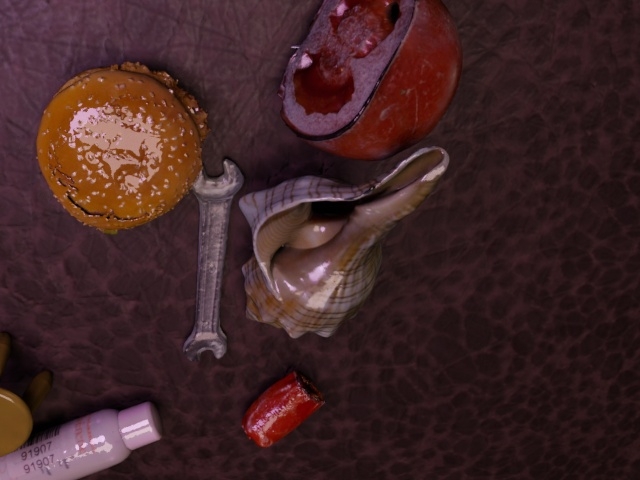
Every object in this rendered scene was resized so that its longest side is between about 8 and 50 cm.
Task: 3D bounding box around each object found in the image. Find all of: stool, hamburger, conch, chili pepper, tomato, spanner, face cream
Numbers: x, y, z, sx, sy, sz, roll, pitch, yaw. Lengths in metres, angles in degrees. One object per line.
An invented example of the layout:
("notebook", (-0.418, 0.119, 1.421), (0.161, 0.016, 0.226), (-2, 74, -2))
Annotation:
("stool", (-0.418, 0.200, 0.862), (0.134, 0.110, 0.135), (8, 115, -16))
("hamburger", (-0.213, -0.105, 0.758), (0.191, 0.118, 0.181), (-21, 122, -7))
("conch", (-0.003, -0.008, 0.825), (0.203, 0.169, 0.386), (18, 125, -25))
("chili pepper", (-0.061, 0.251, 0.999), (0.123, 0.073, 0.070), (-41, 76, 6))
("tomato", (0.071, -0.185, 0.771), (0.155, 0.180, 0.214), (23, 110, -38))
("spanner", (-0.144, 0.034, 0.899), (0.071, 0.017, 0.302), (0, 115, -14))
("face cream", (-0.352, 0.293, 0.942), (0.269, 0.082, 0.082), (-21, 119, -4))
